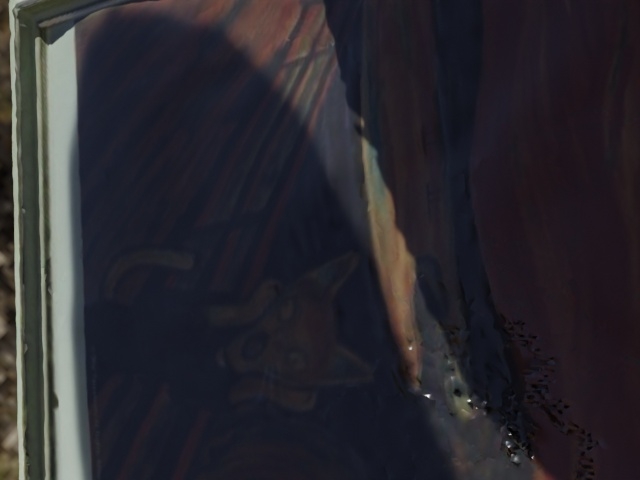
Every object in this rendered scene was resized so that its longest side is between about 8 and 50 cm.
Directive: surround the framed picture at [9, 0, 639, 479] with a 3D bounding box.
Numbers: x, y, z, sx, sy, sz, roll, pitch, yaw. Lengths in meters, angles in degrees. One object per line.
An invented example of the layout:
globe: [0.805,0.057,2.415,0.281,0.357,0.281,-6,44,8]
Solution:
framed picture: [0.000,0.000,0.541,0.273,0.016,0.216,-12,76,42]
